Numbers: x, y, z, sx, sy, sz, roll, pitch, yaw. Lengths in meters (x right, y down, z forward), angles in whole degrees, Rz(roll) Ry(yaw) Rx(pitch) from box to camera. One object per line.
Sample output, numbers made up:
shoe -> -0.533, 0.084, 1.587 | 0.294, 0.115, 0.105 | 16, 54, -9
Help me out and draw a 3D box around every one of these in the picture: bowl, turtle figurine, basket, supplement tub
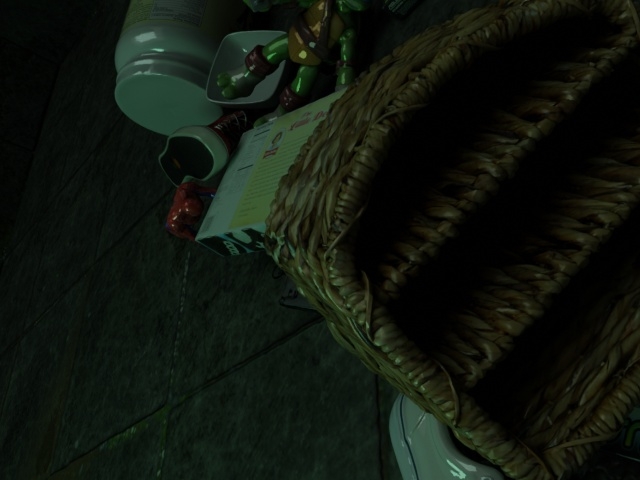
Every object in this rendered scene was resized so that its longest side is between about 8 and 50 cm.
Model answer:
bowl -> -0.113, -0.280, 1.263 | 0.142, 0.053, 0.142 | 6, 70, 26
turtle figurine -> -0.045, -0.248, 1.037 | 0.266, 0.197, 0.275 | -40, 36, 42
basket -> 0.135, -0.033, 0.513 | 0.299, 0.213, 0.223 | -43, 29, -11
supplement tub -> -0.248, -0.381, 1.400 | 0.235, 0.235, 0.325 | -23, 51, 49

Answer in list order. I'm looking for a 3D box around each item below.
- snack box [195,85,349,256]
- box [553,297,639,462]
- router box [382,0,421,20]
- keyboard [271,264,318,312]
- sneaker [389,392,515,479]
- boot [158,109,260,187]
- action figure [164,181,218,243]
snack box -> -0.042, -0.082, 0.976 | 0.322, 0.060, 0.187 | -8, 55, 57
box -> 0.215, 0.100, 0.552 | 0.207, 0.036, 0.114 | 1, 71, 57
router box -> 0.131, -0.369, 0.999 | 0.122, 0.038, 0.092 | -39, 39, 38
keyboard -> 0.000, 0.000, 0.970 | 0.100, 0.038, 0.192 | 8, 74, 34
sneaker -> 0.119, 0.203, 0.538 | 0.091, 0.094, 0.258 | -61, 39, 41
boot -> -0.154, -0.170, 1.198 | 0.176, 0.088, 0.244 | -37, 12, -20
action figure -> -0.185, -0.036, 1.231 | 0.280, 0.139, 0.092 | 170, 118, -80
